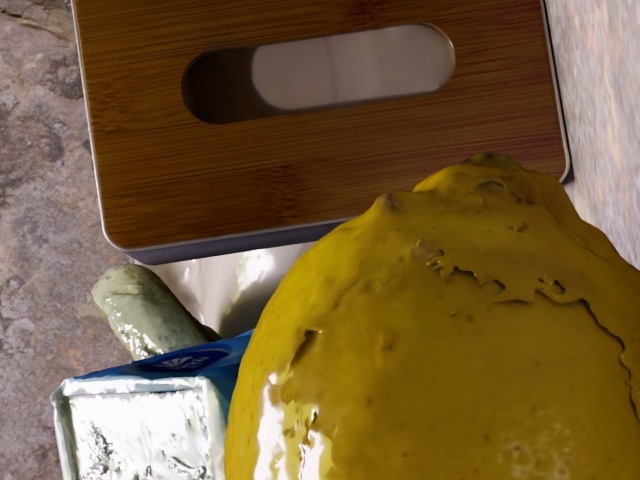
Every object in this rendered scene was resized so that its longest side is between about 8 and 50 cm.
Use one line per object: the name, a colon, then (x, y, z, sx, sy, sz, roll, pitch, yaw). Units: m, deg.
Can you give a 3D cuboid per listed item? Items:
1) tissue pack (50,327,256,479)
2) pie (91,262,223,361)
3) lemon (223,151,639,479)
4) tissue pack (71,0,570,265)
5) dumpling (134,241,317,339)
tissue pack: (0.014, 0.135, 0.912, 0.146, 0.263, 0.198, -2, 98, 45)
pie: (-0.064, 0.084, 1.051, 0.187, 0.041, 0.187, 47, 179, 1)
lemon: (0.059, 0.094, 0.718, 0.204, 0.204, 0.260, -175, 89, -87)
tissue pack: (-0.003, -0.080, 0.980, 0.136, 0.246, 0.160, 105, 156, -84)
dumpling: (0.000, 0.047, 1.183, 0.181, 0.260, 0.341, -65, -35, -40)
